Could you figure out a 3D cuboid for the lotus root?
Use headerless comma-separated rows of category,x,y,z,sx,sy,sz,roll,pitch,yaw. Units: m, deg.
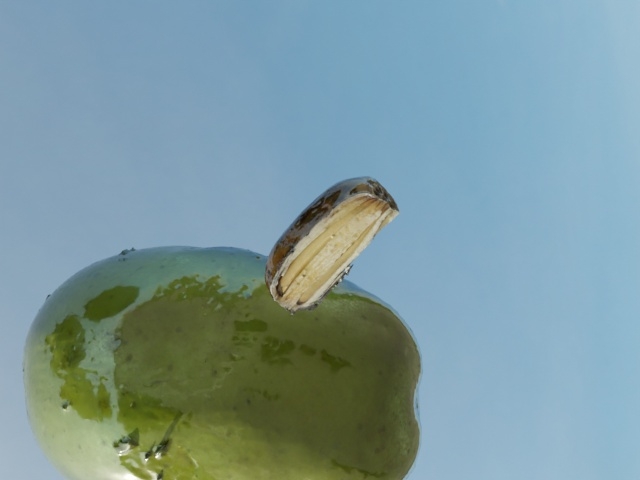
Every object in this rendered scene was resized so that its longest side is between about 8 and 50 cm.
lotus root,0.000,-0.001,0.373,0.037,0.083,0.030,26,-153,-32

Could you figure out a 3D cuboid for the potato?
potato,-0.075,0.110,0.569,0.216,0.304,0.216,2,-90,-88
